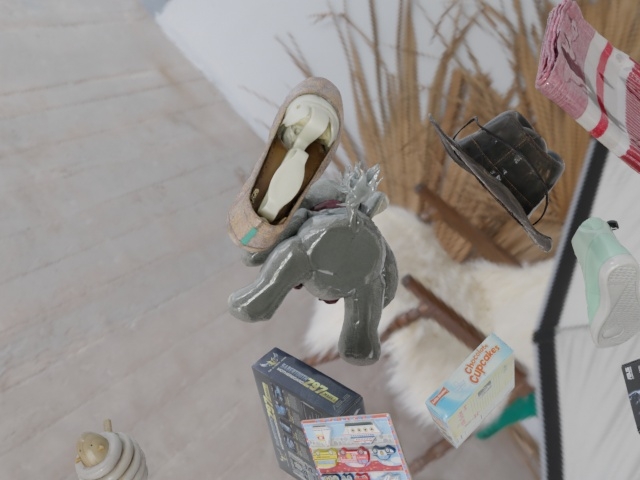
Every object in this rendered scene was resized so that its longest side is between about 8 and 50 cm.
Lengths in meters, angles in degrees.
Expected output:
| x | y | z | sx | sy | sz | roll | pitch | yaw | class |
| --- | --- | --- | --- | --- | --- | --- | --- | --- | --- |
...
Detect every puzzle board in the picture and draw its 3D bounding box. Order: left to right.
| x | y | z | sx | sy | sz | roll | pitch | yaw | class |
| --- | --- | --- | --- | --- | --- | --- | --- | --- | --- |
| 0.041 | 0.251 | 1.026 | 0.011 | 0.128 | 0.096 | -31 | 104 | -54 | puzzle board |

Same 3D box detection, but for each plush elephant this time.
| x | y | z | sx | sy | sz | roll | pitch | yaw | class |
| --- | --- | --- | --- | --- | --- | --- | --- | --- | --- |
| 0.000 | 0.000 | 1.483 | 0.272 | 0.330 | 0.255 | 16 | 12 | -14 | plush elephant |

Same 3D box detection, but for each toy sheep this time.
| x | y | z | sx | sy | sz | roll | pitch | yaw | class |
| --- | --- | --- | --- | --- | --- | --- | --- | --- | --- |
| -0.255 | 0.279 | 1.084 | 0.132 | 0.091 | 0.091 | 53 | 21 | -36 | toy sheep |

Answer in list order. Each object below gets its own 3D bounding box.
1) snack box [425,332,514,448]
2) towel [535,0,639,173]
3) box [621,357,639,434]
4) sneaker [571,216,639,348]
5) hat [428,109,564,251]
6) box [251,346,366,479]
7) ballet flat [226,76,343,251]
| x | y | z | sx | sy | sz | roll | pitch | yaw | class |
| --- | --- | --- | --- | --- | --- | --- | --- | --- | --- |
| 0.306 | 0.308 | 1.759 | 0.060 | 0.187 | 0.322 | 42 | -8 | 23 | snack box |
| 0.405 | -0.149 | 1.088 | 0.329 | 0.037 | 0.237 | 37 | 39 | -10 | towel |
| 0.683 | 0.303 | 1.707 | 0.077 | 0.147 | 0.180 | 51 | 27 | -27 | box |
| 0.506 | 0.072 | 1.562 | 0.151 | 0.094 | 0.256 | -105 | 180 | -45 | sneaker |
| 0.318 | -0.133 | 1.461 | 0.331 | 0.134 | 0.331 | 45 | 8 | -8 | hat |
| -0.005 | 0.292 | 1.326 | 0.183 | 0.232 | 0.059 | 22 | 46 | 39 | box |
| -0.030 | -0.123 | 1.252 | 0.107 | 0.106 | 0.316 | 27 | 65 | -11 | ballet flat |
